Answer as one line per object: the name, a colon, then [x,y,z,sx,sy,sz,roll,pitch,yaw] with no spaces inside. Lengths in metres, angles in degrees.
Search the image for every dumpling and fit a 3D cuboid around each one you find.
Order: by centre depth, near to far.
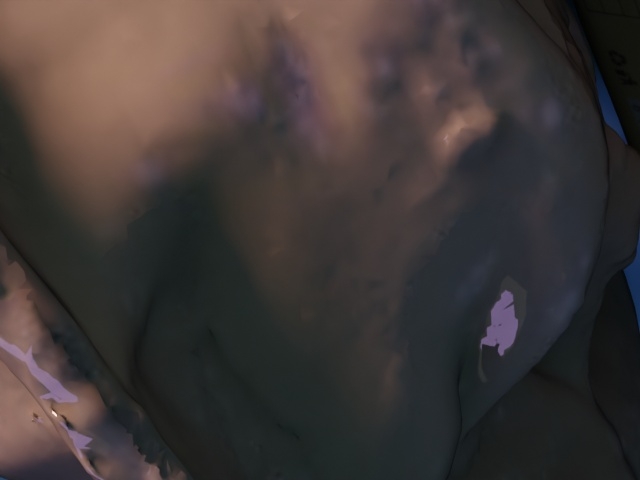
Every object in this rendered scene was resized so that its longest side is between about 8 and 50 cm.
dumpling: [0.000,0.000,0.585,0.233,0.395,0.315,-33,84,29]

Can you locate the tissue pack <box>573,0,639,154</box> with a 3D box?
tissue pack: [0.162,-0.093,0.581,0.186,0.090,0.222,12,143,43]
